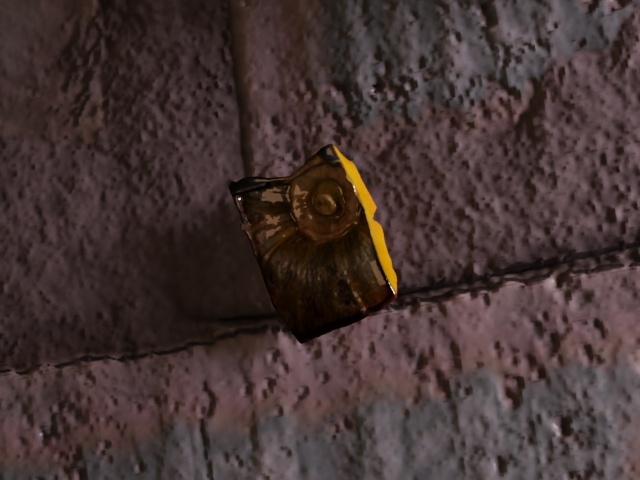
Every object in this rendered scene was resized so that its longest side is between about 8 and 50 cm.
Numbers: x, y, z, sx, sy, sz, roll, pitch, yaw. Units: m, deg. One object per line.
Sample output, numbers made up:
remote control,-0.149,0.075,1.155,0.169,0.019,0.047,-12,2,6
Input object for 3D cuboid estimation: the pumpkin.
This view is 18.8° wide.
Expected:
pumpkin,0.000,0.002,1.029,0.073,0.035,0.101,-26,73,22
